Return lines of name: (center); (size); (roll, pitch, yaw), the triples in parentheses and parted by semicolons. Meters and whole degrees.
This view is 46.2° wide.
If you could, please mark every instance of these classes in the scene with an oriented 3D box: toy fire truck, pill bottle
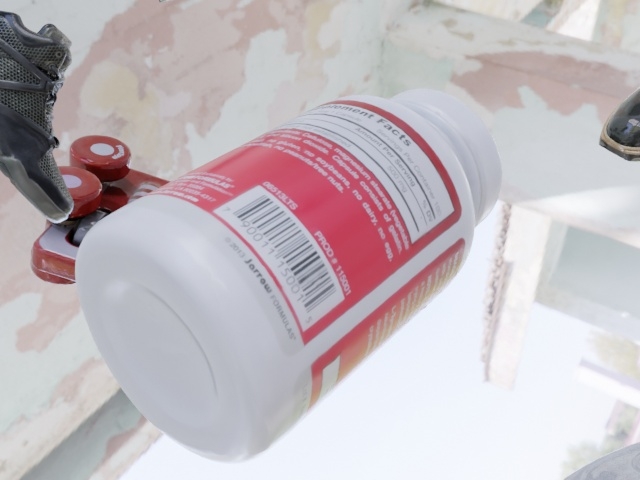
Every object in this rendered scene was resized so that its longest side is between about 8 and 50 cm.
toy fire truck: (-0.314, -0.029, 1.217); (0.302, 0.253, 0.169); (-74, 0, -58)
pill bottle: (0.000, 0.000, 0.714); (0.407, 0.229, 0.229); (-35, -39, -40)

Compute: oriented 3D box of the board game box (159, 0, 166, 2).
board game box: (-0.193, -0.427, 1.093); (0.136, 0.030, 0.260); (63, -154, -12)

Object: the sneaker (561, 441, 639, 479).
sneaker: (0.312, 0.206, 0.501); (0.104, 0.295, 0.147); (-56, -47, -76)

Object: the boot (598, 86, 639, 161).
boot: (0.345, -0.172, 0.700); (0.198, 0.077, 0.137); (-36, -34, -21)

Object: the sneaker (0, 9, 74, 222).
sneaker: (-0.294, -0.136, 0.779); (0.130, 0.087, 0.228); (-29, -80, -12)
